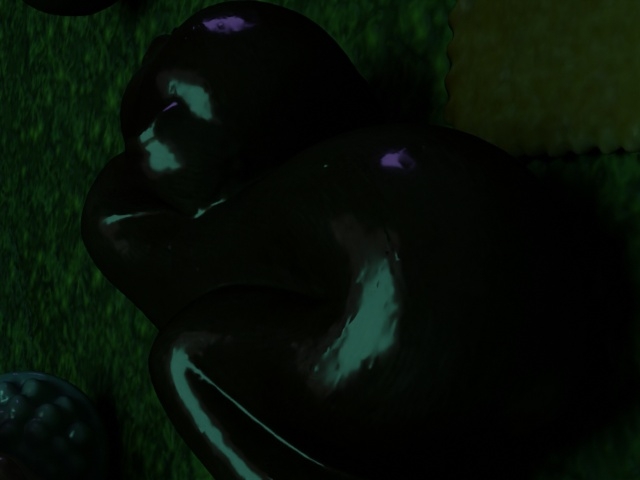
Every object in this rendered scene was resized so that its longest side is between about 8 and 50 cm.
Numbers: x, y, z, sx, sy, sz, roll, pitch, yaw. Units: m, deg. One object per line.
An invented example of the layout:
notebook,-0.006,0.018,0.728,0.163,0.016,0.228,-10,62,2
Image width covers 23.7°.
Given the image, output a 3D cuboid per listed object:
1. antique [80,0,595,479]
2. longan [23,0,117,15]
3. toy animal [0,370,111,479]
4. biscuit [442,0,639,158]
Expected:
antique,0.000,0.000,0.568,0.257,0.121,0.143,52,128,48
longan,-0.146,-0.180,0.879,0.119,0.106,0.106,52,-147,-74
toy animal,-0.214,0.200,0.831,0.221,0.210,0.229,-61,3,23
biscuit,0.112,-0.143,0.496,0.237,0.013,0.232,0,87,60
